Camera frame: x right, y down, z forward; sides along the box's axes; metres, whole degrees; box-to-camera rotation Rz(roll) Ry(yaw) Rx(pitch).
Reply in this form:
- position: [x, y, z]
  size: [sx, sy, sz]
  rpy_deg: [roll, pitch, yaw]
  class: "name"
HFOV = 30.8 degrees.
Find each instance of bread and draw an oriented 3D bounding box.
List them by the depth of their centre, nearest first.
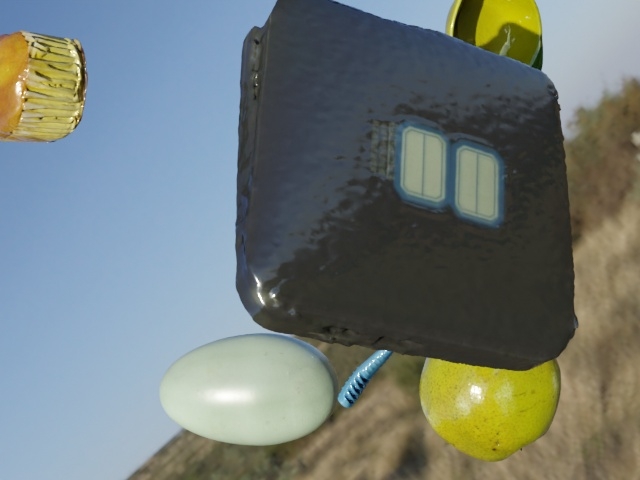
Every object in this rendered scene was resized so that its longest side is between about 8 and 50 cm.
- position: [-0.367, -0.189, 1.448]
  size: [0.114, 0.132, 0.190]
  rpy_deg: [3, -6, -35]
  class: "bread"

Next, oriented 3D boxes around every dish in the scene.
- position: [0.242, -0.298, 1.691]
  size: [0.148, 0.208, 0.080]
  rpy_deg: [-29, 24, -11]
  class: "dish"

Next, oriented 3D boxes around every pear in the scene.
- position: [0.233, 0.201, 1.603]
  size: [0.198, 0.198, 0.198]
  rpy_deg: [-42, -6, -5]
  class: "pear"

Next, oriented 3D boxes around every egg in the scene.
- position: [-0.146, 0.305, 2.386]
  size: [0.370, 0.230, 0.230]
  rpy_deg: [-1, -5, 3]
  class: "egg"

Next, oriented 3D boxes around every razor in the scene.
- position: [0.108, 0.188, 2.028]
  size: [0.082, 0.042, 0.253]
  rpy_deg: [18, -68, -50]
  class: "razor"

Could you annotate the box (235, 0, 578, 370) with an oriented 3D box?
- position: [0.086, -0.056, 1.150]
  size: [0.091, 0.350, 0.359]
  rpy_deg: [133, 144, -54]
  class: "box"
